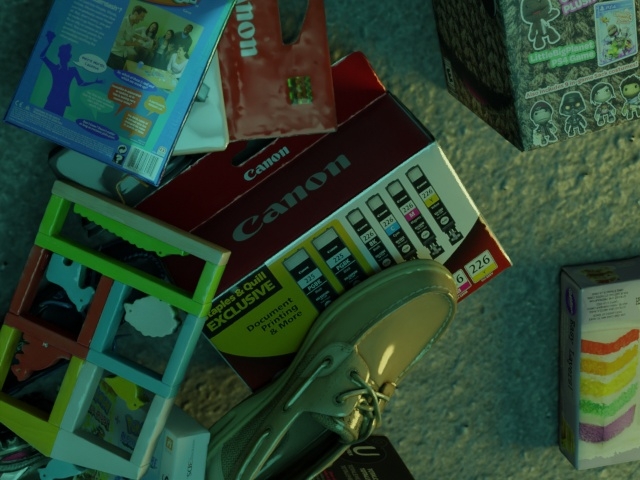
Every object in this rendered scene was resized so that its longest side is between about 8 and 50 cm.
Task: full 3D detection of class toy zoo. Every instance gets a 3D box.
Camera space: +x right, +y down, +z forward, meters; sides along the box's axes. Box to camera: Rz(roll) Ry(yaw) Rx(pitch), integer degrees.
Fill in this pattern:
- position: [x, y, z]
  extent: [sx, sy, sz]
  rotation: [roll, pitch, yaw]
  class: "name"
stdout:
- position: [-0.228, 0.109, 1.567]
  extent: [0.192, 0.030, 0.293]
  rotation: [24, 99, 11]
  class: "toy zoo"

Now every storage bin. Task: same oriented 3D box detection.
- position: [-0.214, -0.080, 1.607]
  extent: [0.135, 0.098, 0.091]
  rotation: [-38, 105, 1]
  class: "storage bin"

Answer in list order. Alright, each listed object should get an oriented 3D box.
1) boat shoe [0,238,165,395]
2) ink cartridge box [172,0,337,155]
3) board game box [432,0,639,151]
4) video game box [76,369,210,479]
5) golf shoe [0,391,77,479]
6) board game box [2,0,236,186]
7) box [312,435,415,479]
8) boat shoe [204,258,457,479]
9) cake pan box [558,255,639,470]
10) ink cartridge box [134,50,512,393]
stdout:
- position: [-0.268, 0.101, 1.657]
  extent: [0.258, 0.089, 0.109]
  rotation: [-40, 115, 1]
  class: "boat shoe"
- position: [-0.113, -0.225, 1.536]
  extent: [0.239, 0.060, 0.275]
  rotation: [-7, 94, -3]
  class: "ink cartridge box"
- position: [0.206, -0.270, 1.569]
  extent: [0.141, 0.232, 0.291]
  rotation: [-16, 113, -9]
  class: "board game box"
- position: [-0.197, 0.248, 1.670]
  extent: [0.048, 0.205, 0.187]
  rotation: [-5, 112, -38]
  class: "video game box"
- position: [-0.393, 0.265, 1.678]
  extent: [0.273, 0.105, 0.120]
  rotation: [-16, 117, -9]
  class: "golf shoe"
- position: [-0.186, -0.178, 1.479]
  extent: [0.160, 0.047, 0.210]
  rotation: [24, 92, -5]
  class: "board game box"
- position: [-0.037, 0.317, 1.761]
  extent: [0.270, 0.165, 0.143]
  rotation: [1, 109, -16]
  class: "box"
- position: [0.022, 0.164, 1.605]
  extent: [0.341, 0.110, 0.121]
  rotation: [-45, 128, 8]
  class: "boat shoe"
- position: [0.418, 0.139, 1.875]
  extent: [0.267, 0.070, 0.246]
  rotation: [-6, 114, -14]
  class: "cake pan box"
- position: [0.000, 0.000, 1.644]
  extent: [0.309, 0.130, 0.272]
  rotation: [-36, 127, 0]
  class: "ink cartridge box"
